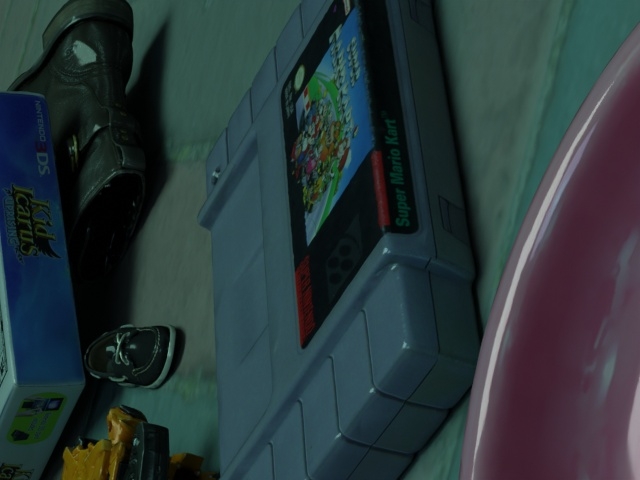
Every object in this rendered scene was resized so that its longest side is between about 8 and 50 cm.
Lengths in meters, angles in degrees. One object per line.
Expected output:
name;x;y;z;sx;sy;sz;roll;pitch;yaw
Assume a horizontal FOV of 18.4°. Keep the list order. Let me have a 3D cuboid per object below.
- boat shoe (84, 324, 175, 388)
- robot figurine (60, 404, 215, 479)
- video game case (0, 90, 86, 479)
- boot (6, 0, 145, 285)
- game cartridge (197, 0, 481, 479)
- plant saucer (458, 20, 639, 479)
boat shoe;-0.138;0.082;1.429;0.125;0.038;0.046;-14;61;67
robot figurine;-0.136;0.249;1.228;0.211;0.085;0.291;-19;57;65
video game case;-0.261;0.056;1.617;0.244;0.061;0.269;123;143;-52
boot;-0.208;-0.057;1.660;0.263;0.091;0.229;119;149;-47
game cartridge;0.000;0.000;1.114;0.355;0.068;0.230;-95;26;-46
plant saucer;0.157;0.050;0.631;0.332;0.084;0.332;-50;31;46
